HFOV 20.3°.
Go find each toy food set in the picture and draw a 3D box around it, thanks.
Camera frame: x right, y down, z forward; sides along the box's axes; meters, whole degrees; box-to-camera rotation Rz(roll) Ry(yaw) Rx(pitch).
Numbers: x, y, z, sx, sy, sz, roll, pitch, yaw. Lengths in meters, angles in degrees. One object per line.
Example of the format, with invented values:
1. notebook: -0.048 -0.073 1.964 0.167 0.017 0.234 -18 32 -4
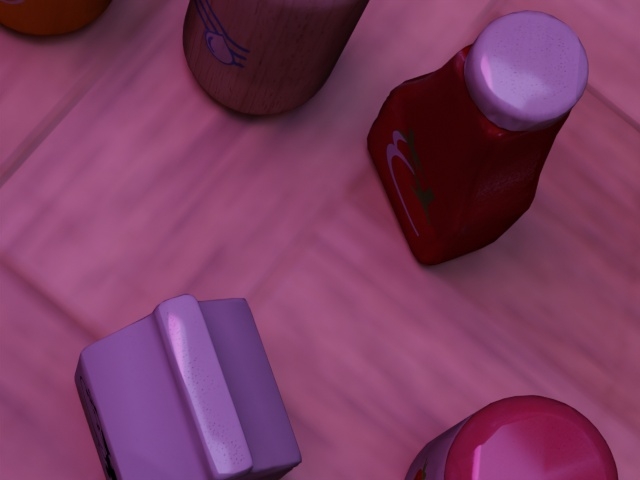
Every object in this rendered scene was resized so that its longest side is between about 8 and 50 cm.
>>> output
1. toy food set: 0.000 0.000 0.389 0.111 0.104 0.232 -16 79 -14
